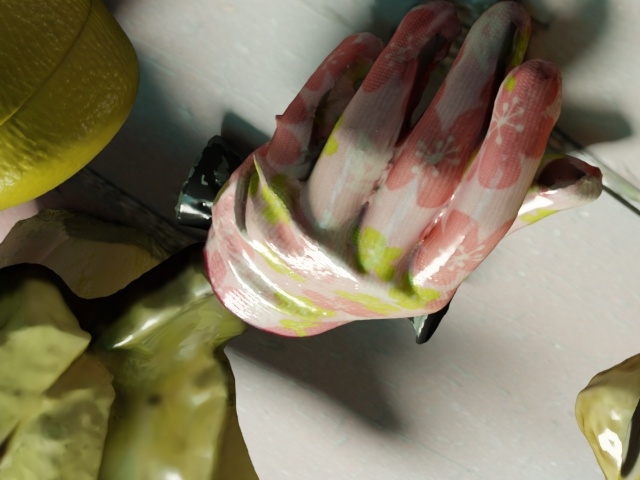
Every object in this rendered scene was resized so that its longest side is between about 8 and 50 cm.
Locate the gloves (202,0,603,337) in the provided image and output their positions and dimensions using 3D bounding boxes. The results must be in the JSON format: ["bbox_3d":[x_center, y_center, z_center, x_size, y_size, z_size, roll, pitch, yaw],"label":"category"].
[{"bbox_3d":[0.038,-0.023,0.990,0.145,0.126,0.241,43,149,-8],"label":"gloves"}]

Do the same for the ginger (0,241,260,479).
[{"bbox_3d":[-0.169,0.187,1.171,0.413,0.211,0.358,0,139,-22],"label":"ginger"}]

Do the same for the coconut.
[{"bbox_3d":[-0.170,0.066,1.301,0.147,0.152,0.147,23,150,14],"label":"coconut"}]

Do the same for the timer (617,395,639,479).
[{"bbox_3d":[0.263,0.116,0.818,0.376,0.376,0.387,53,170,-34],"label":"timer"}]

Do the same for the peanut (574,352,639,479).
[{"bbox_3d":[0.231,0.157,1.104,0.137,0.122,0.253,2,138,36],"label":"peanut"}]

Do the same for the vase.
[{"bbox_3d":[0.000,0.000,1.139,0.167,0.059,0.059,26,151,8],"label":"vase"}]

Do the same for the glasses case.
[{"bbox_3d":[-0.242,-0.089,1.106,0.371,0.173,0.141,-1,137,47],"label":"glasses case"}]
